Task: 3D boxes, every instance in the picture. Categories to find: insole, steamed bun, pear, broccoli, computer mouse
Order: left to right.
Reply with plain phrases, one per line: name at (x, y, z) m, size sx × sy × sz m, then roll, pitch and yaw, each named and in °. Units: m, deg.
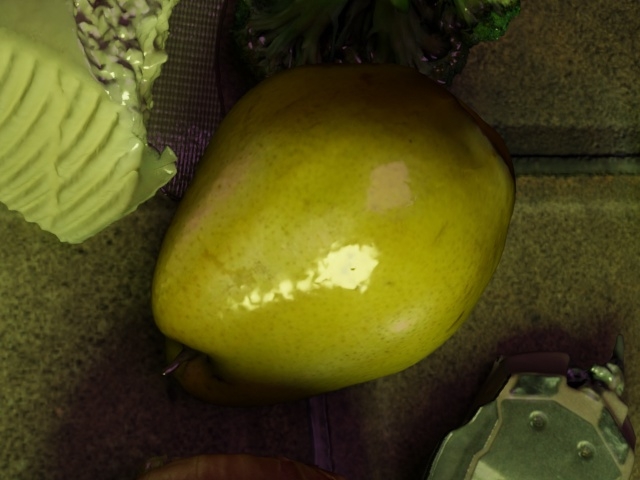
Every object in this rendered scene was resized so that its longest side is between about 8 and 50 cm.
steamed bun at (-0.209, -0.182, 1.063) m, size 0.273 × 0.290 × 0.272 m, roll 27°, pitch 55°, yaw -7°
insole at (-0.126, -0.159, 1.230) m, size 0.086 × 0.005 × 0.253 m, roll 9°, pitch 74°, yaw -22°
pear at (0.013, 0.005, 1.112) m, size 0.285 × 0.285 × 0.336 m, roll 26°, pitch 84°, yaw -16°
broccoli at (0.041, -0.242, 1.184) m, size 0.254 × 0.269 × 0.269 m, roll 44°, pitch 65°, yaw 4°
computer mouse at (0.191, 0.231, 1.219) m, size 0.199 × 0.115 × 0.389 m, roll 36°, pitch 55°, yaw -1°

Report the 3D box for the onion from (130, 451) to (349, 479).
onion at (-0.073, 0.328, 0.974) m, size 0.353 × 0.353 × 0.354 m, roll 6°, pitch 76°, yaw -22°
